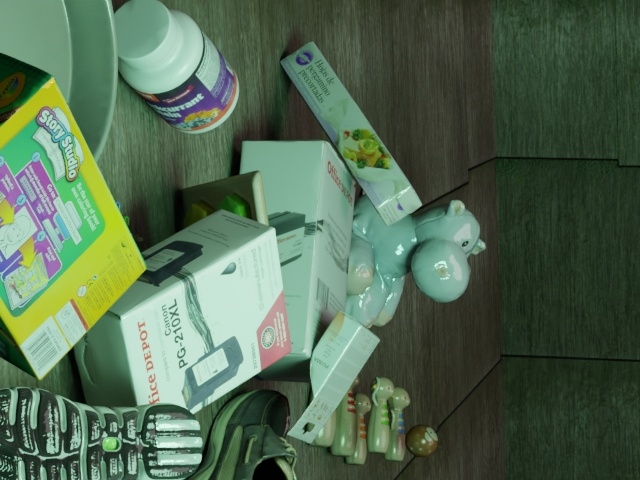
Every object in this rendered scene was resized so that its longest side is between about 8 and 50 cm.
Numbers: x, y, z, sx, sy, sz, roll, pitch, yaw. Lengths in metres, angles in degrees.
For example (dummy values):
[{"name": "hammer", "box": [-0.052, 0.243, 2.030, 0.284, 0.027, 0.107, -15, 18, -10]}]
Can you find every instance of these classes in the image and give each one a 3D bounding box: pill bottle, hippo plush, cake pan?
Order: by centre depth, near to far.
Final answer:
[{"name": "cake pan", "box": [-0.294, -0.193, 1.563, 0.293, 0.054, 0.293, 1, 90, -72]}, {"name": "pill bottle", "box": [-0.178, -0.211, 1.824, 0.193, 0.108, 0.108, 47, 47, -64]}, {"name": "hippo plush", "box": [0.166, 0.024, 2.653, 0.234, 0.237, 0.294, 64, 32, -53]}]

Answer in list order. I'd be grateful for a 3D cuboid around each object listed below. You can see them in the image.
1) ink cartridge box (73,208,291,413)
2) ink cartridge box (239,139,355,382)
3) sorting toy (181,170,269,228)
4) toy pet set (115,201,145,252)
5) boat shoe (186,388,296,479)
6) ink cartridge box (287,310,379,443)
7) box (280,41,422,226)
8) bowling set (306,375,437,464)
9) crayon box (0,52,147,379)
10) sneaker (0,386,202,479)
[{"name": "ink cartridge box", "box": [-0.156, 0.095, 1.729, 0.237, 0.100, 0.172, -31, 126, -37]}, {"name": "ink cartridge box", "box": [-0.041, 0.034, 2.184, 0.223, 0.129, 0.307, 51, 42, -70]}, {"name": "sorting toy", "box": [-0.119, 0.020, 1.903, 0.038, 0.208, 0.193, -8, 89, -32]}, {"name": "toy pet set", "box": [-0.209, 0.031, 1.802, 0.122, 0.065, 0.114, 64, 32, -53]}, {"name": "boat shoe", "box": [-0.091, 0.326, 2.057, 0.355, 0.130, 0.132, -61, 146, -55]}, {"name": "ink cartridge box", "box": [0.007, 0.189, 2.103, 0.179, 0.045, 0.145, -54, 163, -3]}, {"name": "box", "box": [0.043, -0.162, 2.280, 0.324, 0.063, 0.067, 58, 0, 33]}, {"name": "bowling set", "box": [0.103, 0.286, 2.554, 0.287, 0.200, 0.154, 48, 44, -69]}, {"name": "crayon box", "box": [-0.285, -0.018, 1.452, 0.165, 0.081, 0.278, -48, 142, -25]}, {"name": "sneaker", "box": [-0.275, 0.217, 1.564, 0.281, 0.162, 0.106, 11, 72, -35]}]
